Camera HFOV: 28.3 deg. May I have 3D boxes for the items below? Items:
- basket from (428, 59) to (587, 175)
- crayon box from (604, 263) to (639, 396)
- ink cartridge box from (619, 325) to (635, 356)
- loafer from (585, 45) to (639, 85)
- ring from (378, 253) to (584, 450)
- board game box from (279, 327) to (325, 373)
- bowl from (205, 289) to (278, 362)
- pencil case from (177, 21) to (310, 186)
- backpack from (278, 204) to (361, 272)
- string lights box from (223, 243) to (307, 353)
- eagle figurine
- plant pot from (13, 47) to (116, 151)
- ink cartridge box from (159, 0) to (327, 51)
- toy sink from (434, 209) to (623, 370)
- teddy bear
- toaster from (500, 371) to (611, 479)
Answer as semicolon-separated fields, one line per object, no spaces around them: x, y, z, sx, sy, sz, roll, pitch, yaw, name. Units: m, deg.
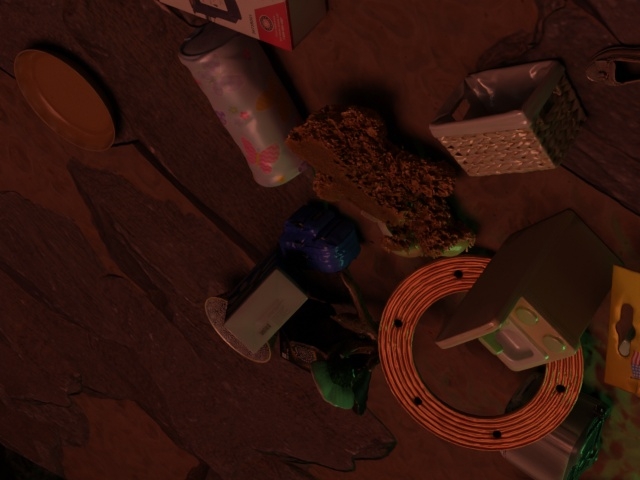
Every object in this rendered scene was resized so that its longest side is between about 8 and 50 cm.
0.247;-0.154;1.650;0.167;0.113;0.103;-4;131;50;basket
0.545;0.141;1.692;0.318;0.081;0.202;18;123;32;crayon box
0.510;0.190;1.867;0.150;0.063;0.109;31;148;14;ink cartridge box
0.366;-0.207;1.521;0.125;0.039;0.045;-5;129;50;loafer
0.253;0.178;2.020;0.336;0.032;0.337;8;112;20;ring
-0.024;0.200;2.494;0.126;0.026;0.186;27;147;19;board game box
-0.139;0.151;2.495;0.170;0.080;0.170;32;149;21;bowl
-0.112;-0.212;1.957;0.124;0.113;0.273;-3;131;41;pencil case
0.000;0.000;2.134;0.120;0.098;0.101;16;139;35;backpack
-0.094;0.097;2.207;0.077;0.133;0.260;43;-175;-8;string lights box
0.048;0.191;2.233;0.225;0.226;0.298;5;167;-23;eagle figurine
-0.467;-0.266;2.351;0.236;0.032;0.236;27;147;19;plant pot
-0.120;-0.386;1.749;0.237;0.100;0.172;24;146;24;ink cartridge box
0.299;0.095;1.803;0.131;0.234;0.153;45;148;-9;toy sink
0.100;-0.089;1.924;0.338;0.113;0.245;39;157;-14;teddy bear
0.386;0.316;2.108;0.146;0.129;0.227;28;148;22;toaster
